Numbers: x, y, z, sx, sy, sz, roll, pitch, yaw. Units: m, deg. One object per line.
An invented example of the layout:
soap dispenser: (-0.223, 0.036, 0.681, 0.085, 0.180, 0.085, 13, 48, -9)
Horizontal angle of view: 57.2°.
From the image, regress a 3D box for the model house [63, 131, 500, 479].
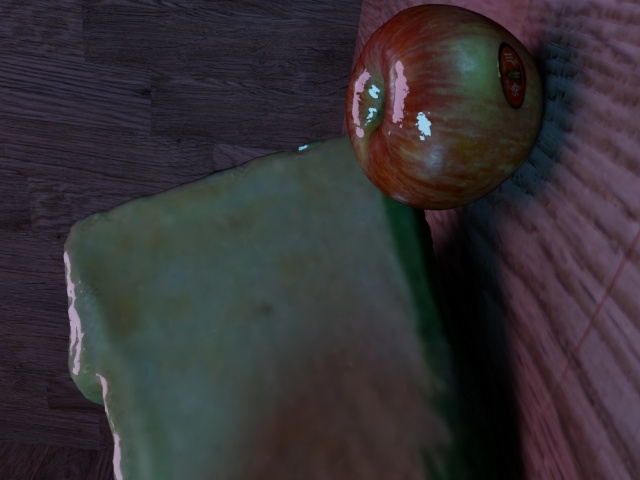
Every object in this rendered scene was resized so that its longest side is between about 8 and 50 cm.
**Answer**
model house: (-0.021, 0.159, 0.586, 0.343, 0.334, 0.382, 68, -175, -57)

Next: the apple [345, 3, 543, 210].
apple: (0.090, -0.094, 0.435, 0.146, 0.130, 0.147, -179, 90, -67)
